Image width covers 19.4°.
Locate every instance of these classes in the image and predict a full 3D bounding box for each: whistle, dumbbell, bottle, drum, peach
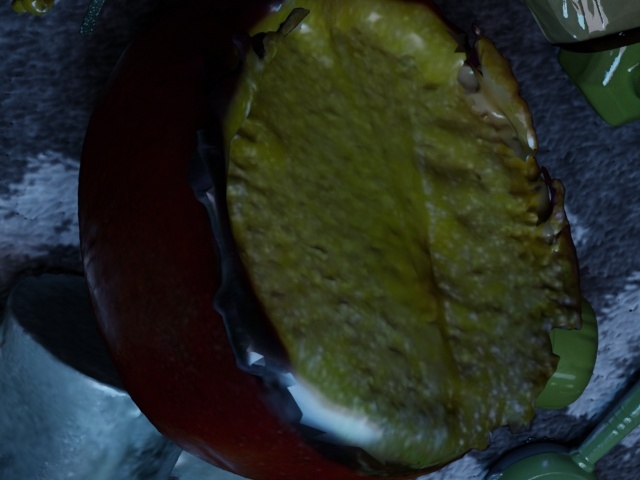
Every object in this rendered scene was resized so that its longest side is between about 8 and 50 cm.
[{"bbox_3d":[-0.159,0.145,1.614,0.405,0.188,0.168,1,122,-52],"label":"whistle"},{"bbox_3d":[0.296,-0.091,1.461,0.108,0.302,0.121,-38,132,6],"label":"dumbbell"},{"bbox_3d":[0.108,0.078,1.639,0.260,0.112,0.112,11,118,-18],"label":"bottle"},{"bbox_3d":[0.240,0.195,1.778,0.130,0.049,0.253,17,116,-21],"label":"drum"},{"bbox_3d":[0.000,0.000,1.393,0.339,0.416,0.353,10,118,-25],"label":"peach"}]

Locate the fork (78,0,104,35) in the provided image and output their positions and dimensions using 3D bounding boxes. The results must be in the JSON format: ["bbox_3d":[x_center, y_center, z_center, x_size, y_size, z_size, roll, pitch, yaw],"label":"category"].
[{"bbox_3d":[-0.140,-0.255,1.433,0.039,0.021,0.235,16,116,-17],"label":"fork"}]

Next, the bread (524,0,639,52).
[{"bbox_3d":[0.238,-0.262,1.421,0.224,0.142,0.212,-16,102,-13],"label":"bread"}]

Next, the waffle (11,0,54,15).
[{"bbox_3d":[-0.258,-0.302,1.347,0.260,0.069,0.293,21,114,-20],"label":"waffle"}]
